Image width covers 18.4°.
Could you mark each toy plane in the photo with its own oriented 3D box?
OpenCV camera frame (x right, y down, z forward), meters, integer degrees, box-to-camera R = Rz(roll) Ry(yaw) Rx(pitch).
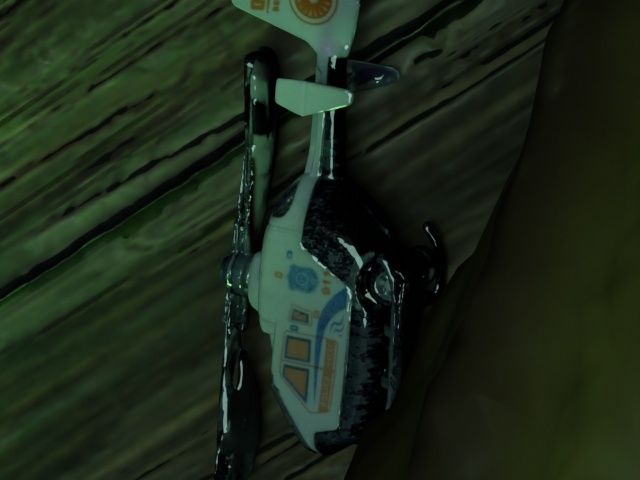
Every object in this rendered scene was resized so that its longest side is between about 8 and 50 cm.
[{"bbox_3d":[0.001,-0.001,0.698,0.078,0.053,0.197,7,107,20],"label":"toy plane"}]

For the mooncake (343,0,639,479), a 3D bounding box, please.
[{"bbox_3d":[0.128,0.109,0.506,0.246,0.394,0.393,10,72,9],"label":"mooncake"}]
